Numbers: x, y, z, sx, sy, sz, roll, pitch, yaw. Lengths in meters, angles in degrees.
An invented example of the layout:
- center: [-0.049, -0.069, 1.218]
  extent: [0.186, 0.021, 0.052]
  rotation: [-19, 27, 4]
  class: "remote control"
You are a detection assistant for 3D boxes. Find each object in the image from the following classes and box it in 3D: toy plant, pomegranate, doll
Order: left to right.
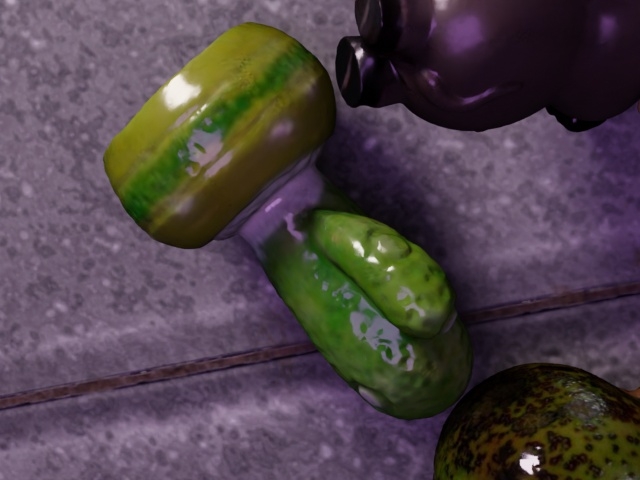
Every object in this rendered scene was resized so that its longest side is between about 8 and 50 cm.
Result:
- center: [0.000, 0.000, 0.967]
  extent: [0.184, 0.224, 0.316]
  rotation: [-44, 93, -18]
  class: "toy plant"
- center: [0.140, -0.140, 0.886]
  extent: [0.182, 0.257, 0.117]
  rotation: [110, 141, -51]
  class: "doll"
- center: [0.213, 0.190, 0.976]
  extent: [0.222, 0.277, 0.204]
  rotation: [52, 139, 28]
  class: "pomegranate"

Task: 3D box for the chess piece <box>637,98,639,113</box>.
- center: [0.342, -0.164, 0.857]
  extent: [0.137, 0.137, 0.301]
  rotation: [38, 119, 2]
  class: "chess piece"
